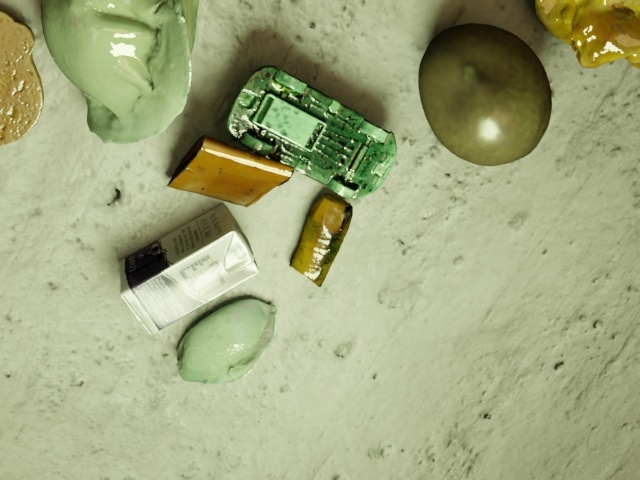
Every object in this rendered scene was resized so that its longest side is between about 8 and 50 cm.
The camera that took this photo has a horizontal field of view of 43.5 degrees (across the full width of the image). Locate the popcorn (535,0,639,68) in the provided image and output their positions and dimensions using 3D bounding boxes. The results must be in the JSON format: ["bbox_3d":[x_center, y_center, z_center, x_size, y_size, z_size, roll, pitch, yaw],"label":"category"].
[{"bbox_3d":[0.535,-0.406,1.301,0.297,0.281,0.316,42,102,10],"label":"popcorn"}]

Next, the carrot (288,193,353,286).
[{"bbox_3d":[0.000,0.000,1.465,0.082,0.082,0.173,17,108,-21],"label":"carrot"}]

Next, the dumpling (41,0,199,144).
[{"bbox_3d":[-0.270,-0.329,1.185,0.270,0.211,0.320,5,135,22],"label":"dumpling"}]

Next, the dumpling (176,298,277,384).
[{"bbox_3d":[-0.162,0.198,1.484,0.217,0.149,0.105,-32,158,-8],"label":"dumpling"}]

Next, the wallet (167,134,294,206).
[{"bbox_3d":[-0.152,-0.112,1.326,0.161,0.195,0.042,14,71,-21],"label":"wallet"}]

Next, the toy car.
[{"bbox_3d":[-0.017,-0.184,1.352,0.306,0.125,0.136,23,103,-30],"label":"toy car"}]

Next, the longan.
[{"bbox_3d":[0.269,-0.245,1.341,0.246,0.246,0.215,40,88,-26],"label":"longan"}]

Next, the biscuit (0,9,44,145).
[{"bbox_3d":[-0.518,-0.248,1.230,0.181,0.049,0.208,-11,116,-10],"label":"biscuit"}]

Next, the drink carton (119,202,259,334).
[{"bbox_3d":[-0.229,0.045,1.394,0.222,0.134,0.102,-30,116,-1],"label":"drink carton"}]
